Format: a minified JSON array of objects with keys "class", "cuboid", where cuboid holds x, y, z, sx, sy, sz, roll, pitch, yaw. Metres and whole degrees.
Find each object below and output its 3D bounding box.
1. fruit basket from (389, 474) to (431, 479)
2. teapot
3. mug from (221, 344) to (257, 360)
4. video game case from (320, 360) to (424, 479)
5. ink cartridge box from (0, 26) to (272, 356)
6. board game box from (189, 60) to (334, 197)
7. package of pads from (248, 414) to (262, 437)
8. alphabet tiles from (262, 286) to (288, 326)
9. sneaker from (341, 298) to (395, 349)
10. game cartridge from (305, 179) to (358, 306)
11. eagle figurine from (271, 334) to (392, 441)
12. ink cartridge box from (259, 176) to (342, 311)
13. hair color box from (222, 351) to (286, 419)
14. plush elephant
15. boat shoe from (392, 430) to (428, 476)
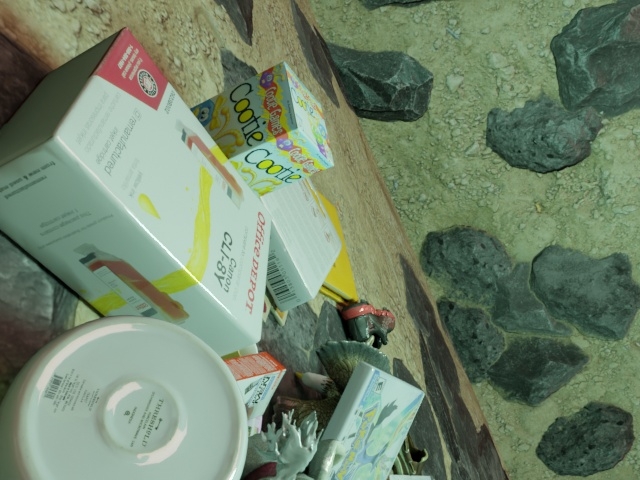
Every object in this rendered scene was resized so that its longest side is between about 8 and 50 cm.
[{"class":"fruit basket","cuboid":[0.244,0.728,1.337,0.353,0.165,0.327,49,26,-60]},{"class":"teapot","cuboid":[-0.209,0.217,0.576,0.256,0.187,0.252,-17,65,-45]},{"class":"mug","cuboid":[-0.149,0.181,0.935,0.078,0.064,0.062,68,19,-2]},{"class":"video game case","cuboid":[0.070,0.403,1.042,0.300,0.036,0.329,39,74,-55]},{"class":"ink cartridge box","cuboid":[-0.235,-0.046,0.788,0.385,0.160,0.279,55,24,-37]},{"class":"board game box","cuboid":[-0.138,-0.166,1.001,0.144,0.275,0.142,36,37,-57]},{"class":"package of pads","cuboid":[-0.117,0.322,0.898,0.032,0.050,0.083,19,38,-14]},{"class":"alphabet tiles","cuboid":[-0.130,0.014,1.245,0.285,0.011,0.342,61,20,-23]},{"class":"sneaker","cuboid":[0.150,0.257,1.629,0.276,0.097,0.135,27,45,-60]},{"class":"game cartridge","cuboid":[0.000,0.000,1.570,0.285,0.052,0.324,38,34,-57]},{"class":"eagle figurine","cuboid":[0.041,0.314,1.140,0.298,0.225,0.226,43,37,-78]},{"class":"ink cartridge box","cuboid":[-0.078,-0.052,1.313,0.308,0.091,0.385,63,17,-10]},{"class":"hair color box","cuboid":[-0.132,0.226,0.845,0.053,0.093,0.167,34,14,29]},{"class":"plush elephant","cuboid":[-0.075,0.356,0.715,0.255,0.271,0.330,158,-57,-78]},{"class":"boat shoe","cuboid":[0.248,0.602,1.535,0.257,0.095,0.095,62,20,-20]}]
